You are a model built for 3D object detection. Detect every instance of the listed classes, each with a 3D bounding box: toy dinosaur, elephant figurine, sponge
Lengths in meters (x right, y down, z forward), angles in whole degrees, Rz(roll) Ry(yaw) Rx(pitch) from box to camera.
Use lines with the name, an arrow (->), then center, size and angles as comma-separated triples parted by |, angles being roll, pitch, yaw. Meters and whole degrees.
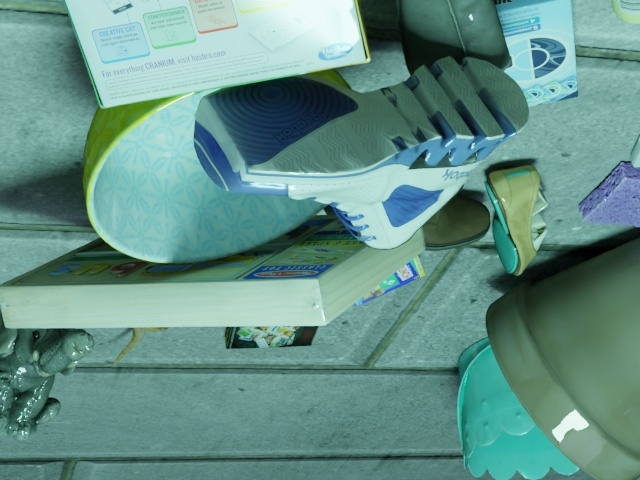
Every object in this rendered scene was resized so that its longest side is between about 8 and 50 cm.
toy dinosaur -> -0.261, 0.108, 1.864 | 0.112, 0.064, 0.211 | 7, 146, 14
elephant figurine -> -0.392, 0.148, 1.812 | 0.239, 0.186, 0.169 | -55, 167, 24
sponge -> 0.460, -0.056, 1.721 | 0.210, 0.031, 0.117 | 3, 151, -17

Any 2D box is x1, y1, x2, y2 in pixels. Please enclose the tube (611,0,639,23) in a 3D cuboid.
tube -> 0.288, -0.298, 1.203 | 0.070, 0.062, 0.240 | -49, 147, -12

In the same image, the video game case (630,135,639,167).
video game case -> 0.486, -0.144, 1.568 | 0.190, 0.022, 0.173 | -4, 153, -5

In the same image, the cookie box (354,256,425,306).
cookie box -> 0.081, 0.036, 1.779 | 0.107, 0.040, 0.092 | -25, 150, 2

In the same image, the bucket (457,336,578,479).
bucket -> 0.356, 0.267, 2.152 | 0.281, 0.183, 0.281 | -6, 152, -3

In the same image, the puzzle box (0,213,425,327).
puzzle box -> -0.120, 0.031, 1.466 | 0.409, 0.052, 0.272 | -2, -165, 27

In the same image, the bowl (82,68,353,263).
bowl -> -0.111, -0.123, 1.309 | 0.289, 0.156, 0.289 | -17, 150, -10

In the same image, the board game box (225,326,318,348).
board game box -> -0.059, 0.093, 1.896 | 0.136, 0.030, 0.259 | 1, 152, -10

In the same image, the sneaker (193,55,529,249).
sneaker -> 0.034, -0.061, 1.227 | 0.316, 0.127, 0.182 | -9, 145, -27

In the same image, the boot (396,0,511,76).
boot -> 0.148, -0.235, 1.215 | 0.190, 0.076, 0.208 | -3, 134, 22

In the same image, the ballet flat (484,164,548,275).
ballet flat -> 0.263, -0.023, 1.697 | 0.073, 0.080, 0.232 | -24, 153, 0

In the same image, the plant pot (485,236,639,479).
plant pot -> 0.440, 0.137, 1.834 | 0.280, 0.323, 0.323 | -41, 139, 24

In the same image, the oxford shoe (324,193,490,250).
oxford shoe -> 0.124, -0.045, 1.617 | 0.227, 0.082, 0.096 | 8, 145, -27

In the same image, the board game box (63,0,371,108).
board game box -> -0.103, -0.267, 1.044 | 0.242, 0.064, 0.316 | -9, 131, 5

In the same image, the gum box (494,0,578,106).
gum box -> 0.187, -0.200, 1.375 | 0.157, 0.041, 0.184 | -10, 152, 8
